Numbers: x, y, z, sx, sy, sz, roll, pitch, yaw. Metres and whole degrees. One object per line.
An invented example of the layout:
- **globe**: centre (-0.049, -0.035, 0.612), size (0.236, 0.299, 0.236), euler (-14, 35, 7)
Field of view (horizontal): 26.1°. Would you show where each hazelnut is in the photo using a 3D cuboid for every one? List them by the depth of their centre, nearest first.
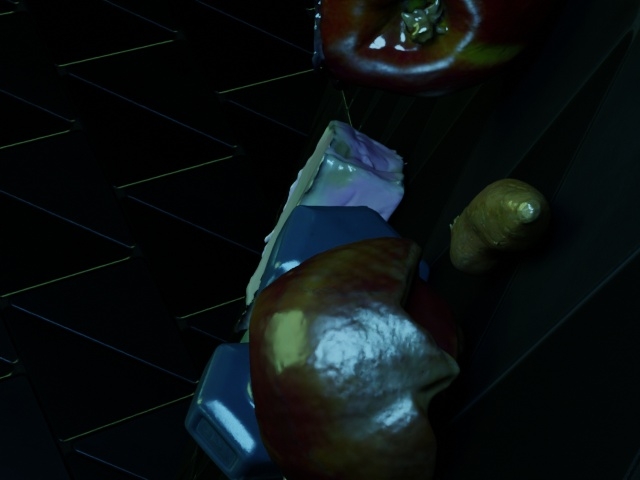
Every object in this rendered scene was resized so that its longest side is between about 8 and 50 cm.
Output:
- **hazelnut**: centre (0.029, 0.101, 0.997), size (0.170, 0.161, 0.201), euler (82, 173, -79)

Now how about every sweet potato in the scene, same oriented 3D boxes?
- **sweet potato**: centre (0.127, -0.012, 0.974), size (0.202, 0.058, 0.055), euler (124, 126, -77)

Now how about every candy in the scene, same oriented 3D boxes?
- **candy**: centre (0.000, 0.000, 1.676), size (0.155, 0.116, 0.265), euler (-82, 16, -70)

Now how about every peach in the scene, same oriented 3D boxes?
- **peach**: centre (0.141, -0.281, 1.236), size (0.361, 0.201, 0.257), euler (-54, -34, -43)

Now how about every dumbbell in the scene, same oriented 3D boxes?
- **dumbbell**: centre (-0.018, 0.105, 1.324), size (0.316, 0.157, 0.143), euler (120, 141, -48)

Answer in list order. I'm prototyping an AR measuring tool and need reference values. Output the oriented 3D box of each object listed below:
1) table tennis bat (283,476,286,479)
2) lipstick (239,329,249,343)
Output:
- **table tennis bat**: centre (0.040, 0.189, 1.151), size (0.107, 0.119, 0.169), euler (-32, 49, 30)
- **lipstick**: centre (-0.080, 0.179, 1.844), size (0.290, 0.078, 0.076), euler (-137, 71, -84)
